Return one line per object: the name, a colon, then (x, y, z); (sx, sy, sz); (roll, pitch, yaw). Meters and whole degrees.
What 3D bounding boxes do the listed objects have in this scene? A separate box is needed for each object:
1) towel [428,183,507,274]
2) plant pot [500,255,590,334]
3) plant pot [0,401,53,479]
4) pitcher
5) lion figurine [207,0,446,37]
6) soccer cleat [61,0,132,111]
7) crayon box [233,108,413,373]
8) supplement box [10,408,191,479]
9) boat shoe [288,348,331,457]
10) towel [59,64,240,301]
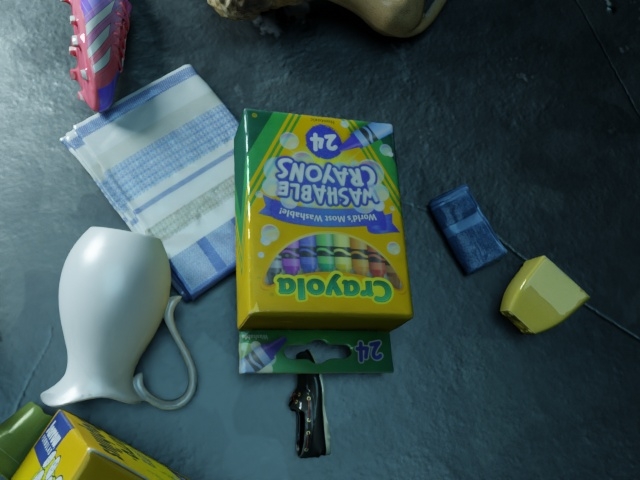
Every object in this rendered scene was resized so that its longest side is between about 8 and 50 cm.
towel: (0.204, -0.015, 0.947); (0.067, 0.029, 0.119); (-25, 80, -13)
plant pot: (0.289, 0.080, 0.910); (0.081, 0.081, 0.083); (44, 84, 5)
plant pot: (-0.343, 0.231, 0.780); (0.083, 0.083, 0.079); (37, 62, 3)
pitcher: (-0.225, 0.097, 0.816); (0.178, 0.125, 0.207); (11, 84, -20)
lion figurine: (0.042, -0.380, 0.971); (0.393, 0.142, 0.240); (17, 80, -8)
soccer cleat: (-0.292, -0.284, 0.916); (0.095, 0.083, 0.247); (-5, 65, -26)
crayon box: (0.000, 0.000, 0.855); (0.203, 0.083, 0.322); (3, 69, -17)
supplement box: (-0.265, 0.379, 0.656); (0.195, 0.194, 0.356); (39, 71, -22)
boat shoe: (-0.017, 0.202, 0.845); (0.042, 0.049, 0.132); (-3, 80, -17)
towel: (-0.178, -0.083, 0.909); (0.209, 0.034, 0.285); (-36, 84, -18)
